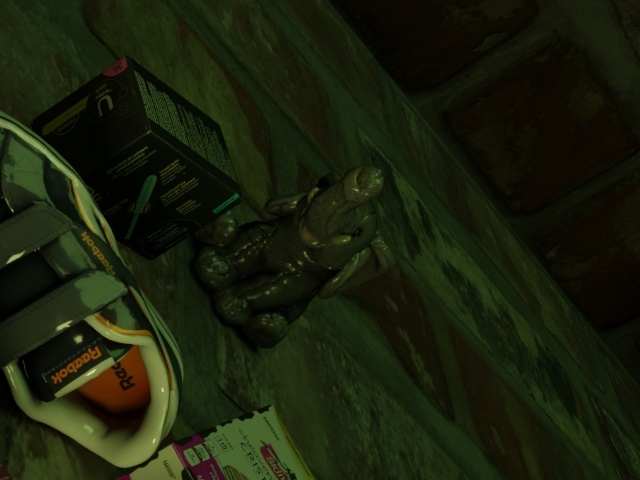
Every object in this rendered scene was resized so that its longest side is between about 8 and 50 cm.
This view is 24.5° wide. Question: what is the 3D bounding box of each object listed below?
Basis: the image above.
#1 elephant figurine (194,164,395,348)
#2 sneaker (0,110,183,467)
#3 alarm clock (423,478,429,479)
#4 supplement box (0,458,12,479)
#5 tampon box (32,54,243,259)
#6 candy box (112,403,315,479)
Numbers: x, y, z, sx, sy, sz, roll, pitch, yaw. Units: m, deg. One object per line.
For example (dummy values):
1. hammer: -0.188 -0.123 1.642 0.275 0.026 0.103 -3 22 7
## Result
1. elephant figurine: 0.000 0.000 1.575 0.169 0.239 0.186 49 18 -27
2. sneaker: -0.207 0.035 1.110 0.321 0.126 0.127 52 11 -24
3. alarm clock: 0.069 0.326 1.402 0.064 0.129 0.192 -56 134 -71
4. supplement box: -0.236 0.150 0.940 0.083 0.055 0.043 61 15 8
5. tampon box: -0.174 -0.078 1.421 0.161 0.120 0.101 37 27 -51
6. candy box: -0.067 0.236 1.249 0.159 0.071 0.233 59 16 7
